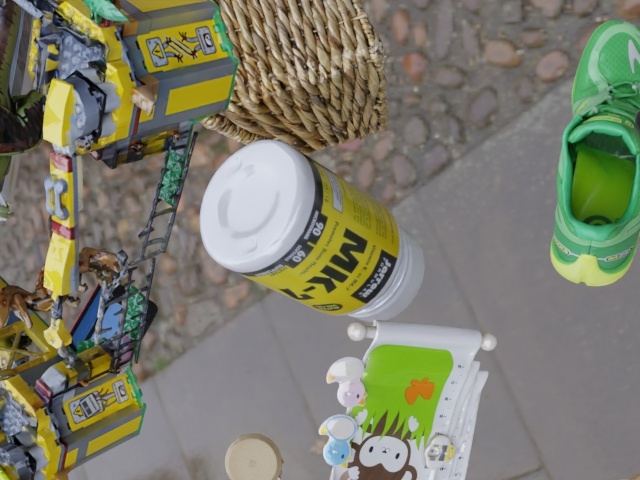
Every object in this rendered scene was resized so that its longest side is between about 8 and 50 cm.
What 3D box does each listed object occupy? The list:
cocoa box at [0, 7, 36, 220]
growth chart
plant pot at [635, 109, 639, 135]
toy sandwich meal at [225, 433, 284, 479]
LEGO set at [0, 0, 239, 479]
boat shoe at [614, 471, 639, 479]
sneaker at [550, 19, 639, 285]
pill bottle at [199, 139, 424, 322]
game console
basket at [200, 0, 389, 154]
[{"bbox_3d":[-0.519,-0.226,1.421,0.228,0.231,0.347,87,-178,-58],"label":"cocoa box"},{"bbox_3d":[0.074,0.177,0.932,0.021,0.171,0.237,29,117,58],"label":"growth chart"},{"bbox_3d":[0.340,-0.006,0.721,0.188,0.167,0.187,-22,124,25],"label":"plant pot"},{"bbox_3d":[-0.087,0.299,1.456,0.085,0.029,0.086,0,89,6],"label":"toy sandwich meal"},{"bbox_3d":[-0.201,-0.013,0.511,0.255,0.192,0.331,45,132,20],"label":"LEGO set"},{"bbox_3d":[0.297,0.254,1.026,0.170,0.059,0.063,-34,48,45],"label":"boat shoe"},{"bbox_3d":[0.297,-0.101,1.080,0.109,0.123,0.296,8,66,12],"label":"sneaker"},{"bbox_3d":[0.000,0.000,0.987,0.119,0.208,0.119,-16,62,33],"label":"pill bottle"},{"bbox_3d":[-0.299,0.124,1.554,0.124,0.144,0.085,37,159,-24],"label":"game console"},{"bbox_3d":[-0.067,-0.242,1.284,0.213,0.223,0.299,79,171,-65],"label":"basket"}]
